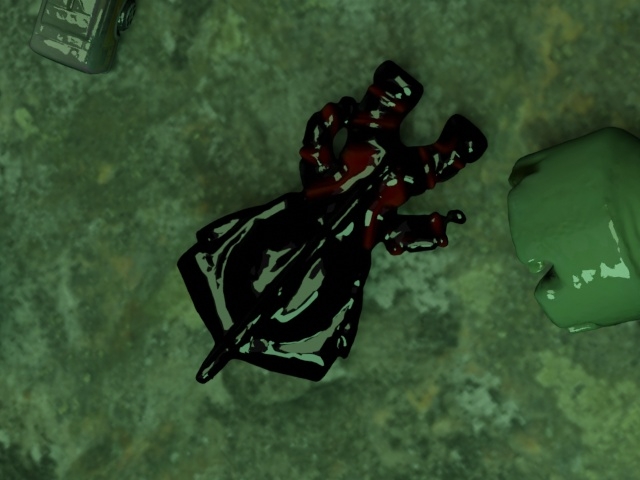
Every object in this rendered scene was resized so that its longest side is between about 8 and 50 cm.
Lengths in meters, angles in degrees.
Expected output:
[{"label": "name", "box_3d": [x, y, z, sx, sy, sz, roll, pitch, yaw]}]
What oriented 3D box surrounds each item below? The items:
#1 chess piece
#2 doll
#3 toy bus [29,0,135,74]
[{"label": "chess piece", "box_3d": [0.269, -0.035, 0.938, 0.299, 0.194, 0.194, -17, 96, 25]}, {"label": "doll", "box_3d": [0.002, 0.001, 1.057, 0.127, 0.088, 0.248, 40, 98, 25]}, {"label": "toy bus", "box_3d": [-0.146, -0.196, 1.059, 0.057, 0.072, 0.172, 22, 105, 5]}]
